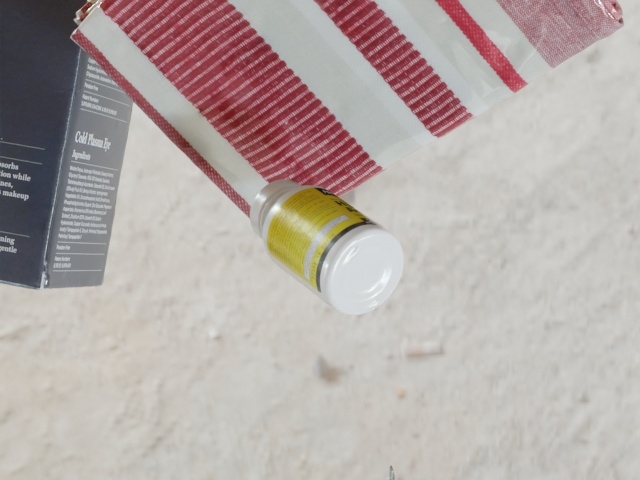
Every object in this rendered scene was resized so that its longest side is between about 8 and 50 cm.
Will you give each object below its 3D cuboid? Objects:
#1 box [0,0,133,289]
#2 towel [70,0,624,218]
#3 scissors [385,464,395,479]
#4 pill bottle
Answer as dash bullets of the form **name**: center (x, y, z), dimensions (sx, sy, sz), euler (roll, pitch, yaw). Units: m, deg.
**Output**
- **box**: center (-0.359, -0.136, 1.508), dimensions (0.343, 0.179, 0.312), euler (11, 92, 10)
- **towel**: center (0.014, -0.157, 1.148), dimensions (0.329, 0.237, 0.037), euler (-30, 26, 28)
- **scissors**: center (0.046, 0.358, 1.501), dimensions (0.021, 0.109, 0.297), euler (15, 48, -21)
- **pill bottle**: center (0.000, 0.000, 1.122), dimensions (0.065, 0.065, 0.116), euler (-34, 39, -18)
